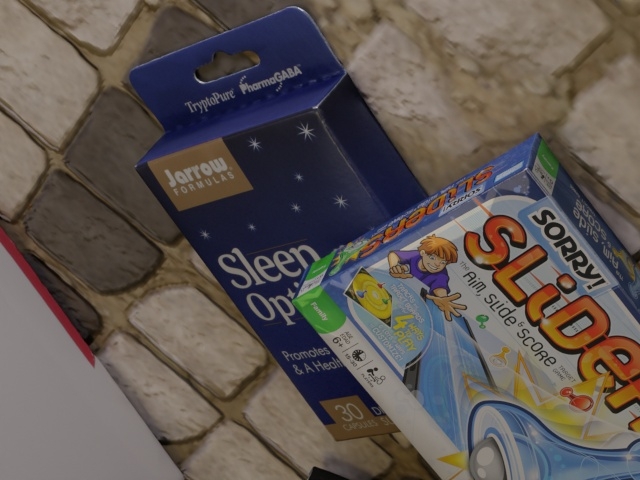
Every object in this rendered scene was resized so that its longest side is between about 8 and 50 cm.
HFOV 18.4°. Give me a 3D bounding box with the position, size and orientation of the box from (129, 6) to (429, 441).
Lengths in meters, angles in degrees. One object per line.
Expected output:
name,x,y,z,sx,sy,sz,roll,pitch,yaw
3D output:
box,0.000,0.000,0.961,0.136,0.036,0.225,-15,117,46

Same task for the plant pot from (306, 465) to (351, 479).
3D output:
plant pot,0.048,0.267,1.082,0.167,0.188,0.187,12,136,14

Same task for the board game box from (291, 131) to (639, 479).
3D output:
board game box,0.102,0.063,0.904,0.136,0.035,0.201,-31,109,29

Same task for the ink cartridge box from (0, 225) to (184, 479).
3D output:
ink cartridge box,-0.267,0.119,1.216,0.306,0.131,0.226,-10,122,46
